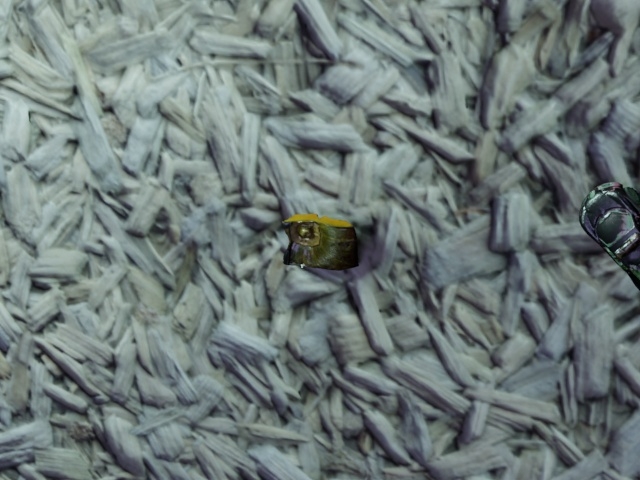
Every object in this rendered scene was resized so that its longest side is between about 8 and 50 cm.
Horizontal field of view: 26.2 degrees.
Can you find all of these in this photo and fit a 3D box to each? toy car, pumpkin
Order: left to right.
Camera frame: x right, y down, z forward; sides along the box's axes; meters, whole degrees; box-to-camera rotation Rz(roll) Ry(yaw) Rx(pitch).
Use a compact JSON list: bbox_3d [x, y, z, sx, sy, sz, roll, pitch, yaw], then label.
[{"bbox_3d":[0.002,0.001,1.671,0.101,0.035,0.073,7,126,18],"label":"pumpkin"},{"bbox_3d":[0.341,0.002,1.501,0.142,0.055,0.069,47,119,-2],"label":"toy car"}]
